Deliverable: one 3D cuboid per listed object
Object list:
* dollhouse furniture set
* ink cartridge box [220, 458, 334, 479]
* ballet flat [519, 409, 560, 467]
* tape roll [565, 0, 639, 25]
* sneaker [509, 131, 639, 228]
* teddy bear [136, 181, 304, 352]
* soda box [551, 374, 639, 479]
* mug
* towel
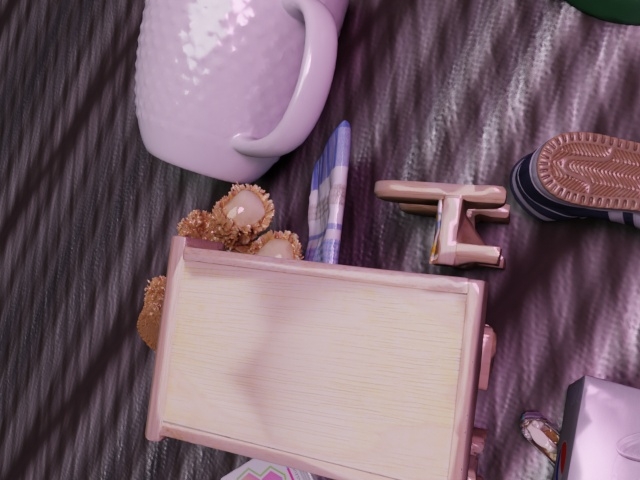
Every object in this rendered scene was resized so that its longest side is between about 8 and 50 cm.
[{"bbox_3d":[0.049,0.111,0.596,0.257,0.394,0.362,6,87,20],"label":"dollhouse furniture set"},{"bbox_3d":[-0.078,0.378,0.827,0.209,0.062,0.109,-37,68,21],"label":"ink cartridge box"},{"bbox_3d":[0.282,0.251,0.657,0.114,0.041,0.041,44,104,26],"label":"ballet flat"},{"bbox_3d":[0.417,-0.423,0.655,0.321,0.077,0.321,-4,81,28],"label":"tape roll"},{"bbox_3d":[0.358,-0.048,0.635,0.282,0.153,0.099,17,89,0],"label":"sneaker"},{"bbox_3d":[-0.152,0.063,0.860,0.245,0.113,0.338,38,117,18],"label":"teddy bear"},{"bbox_3d":[0.286,0.292,0.565,0.098,0.091,0.286,14,71,18],"label":"soda box"},{"bbox_3d":[-0.105,-0.247,0.791,0.374,0.276,0.328,31,106,49],"label":"mug"},{"bbox_3d":[0.000,0.000,0.771,0.034,0.209,0.284,8,84,-6],"label":"towel"}]
